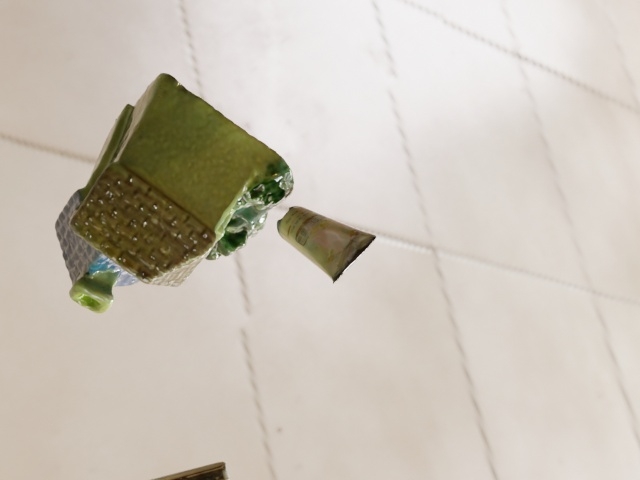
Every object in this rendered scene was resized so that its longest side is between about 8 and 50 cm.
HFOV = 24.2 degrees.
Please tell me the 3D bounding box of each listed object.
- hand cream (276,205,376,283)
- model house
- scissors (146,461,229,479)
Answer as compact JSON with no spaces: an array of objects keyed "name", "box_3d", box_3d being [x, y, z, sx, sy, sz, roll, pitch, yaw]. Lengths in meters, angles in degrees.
[{"name":"hand cream","box_3d":[0.000,0.000,1.463,0.061,0.143,0.039,-46,119,-10]},{"name":"model house","box_3d":[-0.168,-0.017,1.515,0.195,0.214,0.189,39,54,-10]},{"name":"scissors","box_3d":[-0.155,0.197,1.128,0.085,0.176,0.022,147,-70,-79]}]
